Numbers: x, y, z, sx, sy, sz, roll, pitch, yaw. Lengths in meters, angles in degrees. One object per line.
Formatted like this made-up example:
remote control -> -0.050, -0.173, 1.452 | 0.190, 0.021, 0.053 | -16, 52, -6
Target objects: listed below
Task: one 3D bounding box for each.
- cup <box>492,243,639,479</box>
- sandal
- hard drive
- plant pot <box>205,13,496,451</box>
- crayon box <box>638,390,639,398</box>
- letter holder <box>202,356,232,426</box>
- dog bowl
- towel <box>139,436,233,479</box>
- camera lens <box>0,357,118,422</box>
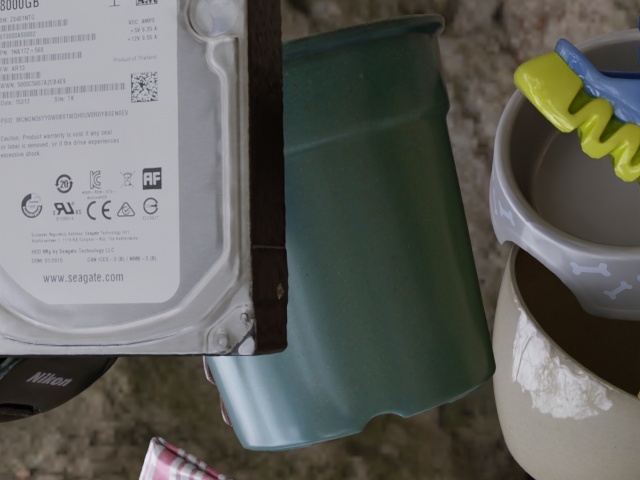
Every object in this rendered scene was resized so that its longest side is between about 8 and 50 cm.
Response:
cup -> 0.332, 0.164, 1.521 | 0.331, 0.331, 0.237 | -92, 19, -52
sandal -> 0.312, -0.077, 1.020 | 0.138, 0.317, 0.126 | -52, 8, 13
hard drive -> -0.141, -0.094, 0.837 | 0.064, 0.236, 0.339 | 7, -98, -69
plant pot -> 0.000, 0.000, 1.219 | 0.341, 0.341, 0.334 | -157, 49, -88
crayon box -> 0.490, 0.206, 1.075 | 0.313, 0.363, 0.106 | 49, -119, -40
letter holder -> -0.095, 0.106, 1.747 | 0.302, 0.214, 0.152 | 101, 180, -45
dog bowl -> 0.350, -0.087, 1.429 | 0.102, 0.348, 0.349 | 62, -157, -54
towel -> -0.113, 0.300, 1.299 | 0.029, 0.197, 0.144 | -20, -47, -58
camera lens -> -0.350, 0.043, 1.418 | 0.274, 0.219, 0.219 | 57, 163, 25
